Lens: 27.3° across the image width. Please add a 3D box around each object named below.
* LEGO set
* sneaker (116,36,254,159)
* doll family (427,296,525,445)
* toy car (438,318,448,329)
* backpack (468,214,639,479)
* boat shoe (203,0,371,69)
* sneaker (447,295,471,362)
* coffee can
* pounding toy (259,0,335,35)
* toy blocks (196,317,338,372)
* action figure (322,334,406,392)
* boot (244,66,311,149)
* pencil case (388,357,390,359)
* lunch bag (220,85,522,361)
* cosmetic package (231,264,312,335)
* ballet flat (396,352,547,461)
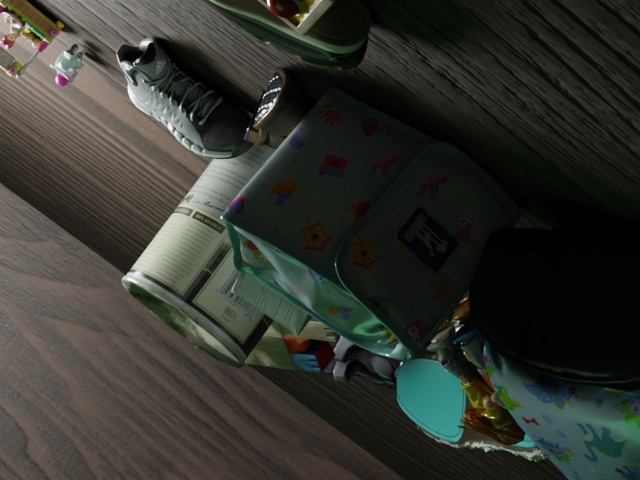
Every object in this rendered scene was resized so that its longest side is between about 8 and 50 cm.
[{"bbox_3d":[-0.493,-0.323,1.964,0.287,0.107,0.132,33,166,9],"label":"LEGO set"},{"bbox_3d":[-0.189,-0.194,1.732,0.228,0.086,0.132,29,162,29],"label":"sneaker"},{"bbox_3d":[0.214,0.153,1.586,0.118,0.263,0.163,-36,95,30],"label":"doll family"},{"bbox_3d":[0.149,0.066,1.852,0.040,0.060,0.122,-21,118,19],"label":"toy car"},{"bbox_3d":[0.341,0.164,1.404,0.290,0.273,0.355,13,167,41],"label":"backpack"},{"bbox_3d":[-0.057,-0.235,1.292,0.227,0.081,0.069,30,161,10],"label":"boat shoe"},{"bbox_3d":[0.249,0.143,1.789,0.088,0.093,0.225,41,164,-23],"label":"sneaker"},{"bbox_3d":[-0.109,0.003,1.789,0.201,0.275,0.201,34,166,10],"label":"coffee can"},{"bbox_3d":[-0.048,-0.252,1.178,0.141,0.100,0.130,37,165,-8],"label":"pounding toy"},{"bbox_3d":[-0.070,0.090,2.196,0.260,0.191,0.381,6,139,20],"label":"toy blocks"},{"bbox_3d":[0.129,0.247,2.413,0.285,0.099,0.185,27,157,17],"label":"action figure"},{"bbox_3d":[-0.022,-0.144,1.560,0.106,0.082,0.219,23,173,-7],"label":"boot"},{"bbox_3d":[0.080,0.091,2.028,0.209,0.095,0.098,45,179,-27],"label":"pencil case"},{"bbox_3d":[0.059,-0.013,1.451,0.262,0.223,0.160,30,156,24],"label":"lunch bag"},{"bbox_3d":[0.000,0.000,1.607,0.099,0.239,0.060,34,141,6],"label":"cosmetic package"},{"bbox_3d":[0.278,0.273,2.092,0.147,0.147,0.409,43,165,-28],"label":"ballet flat"}]
